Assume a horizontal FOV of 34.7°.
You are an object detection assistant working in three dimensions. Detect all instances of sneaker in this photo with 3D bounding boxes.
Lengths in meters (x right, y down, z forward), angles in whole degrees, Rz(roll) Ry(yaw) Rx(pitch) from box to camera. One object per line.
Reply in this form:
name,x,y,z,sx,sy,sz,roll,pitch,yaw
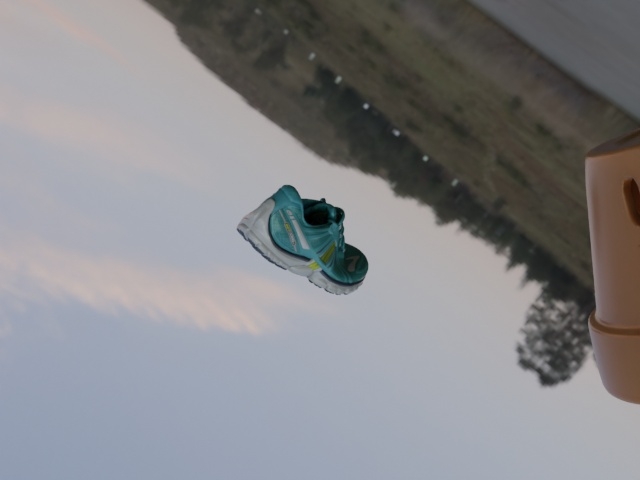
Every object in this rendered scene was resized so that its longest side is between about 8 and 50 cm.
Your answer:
sneaker,0.000,0.000,1.454,0.107,0.110,0.275,47,-169,33

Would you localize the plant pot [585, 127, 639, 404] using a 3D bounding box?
plant pot,0.348,-0.009,0.859,0.291,0.291,0.203,-37,-73,-77
